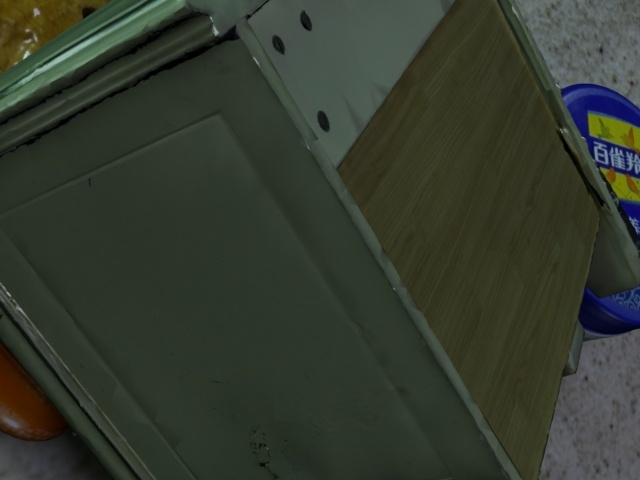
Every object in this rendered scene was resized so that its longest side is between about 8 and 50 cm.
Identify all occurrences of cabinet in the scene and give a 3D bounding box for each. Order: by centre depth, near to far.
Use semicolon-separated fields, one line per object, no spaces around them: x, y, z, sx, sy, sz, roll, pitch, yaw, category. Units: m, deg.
0.000;0.000;0.511;0.318;0.227;0.290;57;35;-20;cabinet

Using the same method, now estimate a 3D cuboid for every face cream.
0.210;-0.018;0.804;0.206;0.111;0.206;13;68;-35;face cream

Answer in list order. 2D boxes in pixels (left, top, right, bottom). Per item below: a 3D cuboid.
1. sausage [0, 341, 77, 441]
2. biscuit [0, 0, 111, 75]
-0.194;0.024;0.500;0.234;0.071;0.071;51;52;-16;sausage
-0.193;-0.163;0.563;0.184;0.035;0.248;29;55;-42;biscuit
